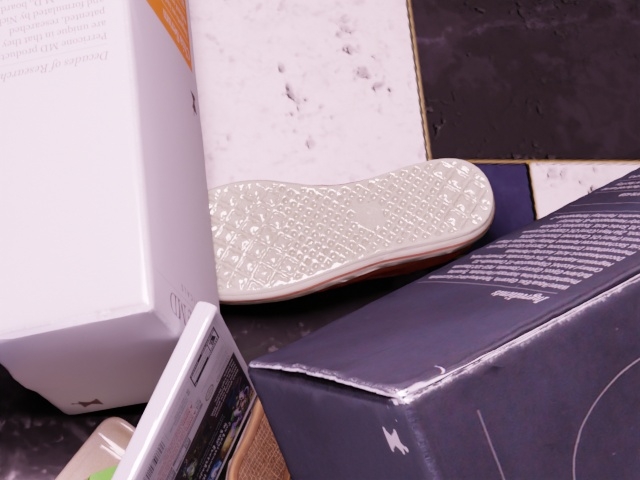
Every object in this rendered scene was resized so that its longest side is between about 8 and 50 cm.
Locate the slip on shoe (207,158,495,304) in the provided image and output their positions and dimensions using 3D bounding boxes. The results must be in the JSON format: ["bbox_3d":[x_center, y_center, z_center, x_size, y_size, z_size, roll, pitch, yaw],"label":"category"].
[{"bbox_3d":[0.000,0.000,1.786,0.331,0.101,0.123,-11,69,-3],"label":"slip on shoe"}]

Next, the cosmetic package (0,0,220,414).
[{"bbox_3d":[-0.206,-0.098,1.684,0.162,0.230,0.453,-11,68,10],"label":"cosmetic package"}]

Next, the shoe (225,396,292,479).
[{"bbox_3d":[-0.033,0.171,1.718,0.076,0.058,0.219,29,47,5],"label":"shoe"}]

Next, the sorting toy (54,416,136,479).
[{"bbox_3d":[-0.169,0.282,1.652,0.193,0.038,0.208,36,64,4],"label":"sorting toy"}]

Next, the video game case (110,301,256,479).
[{"bbox_3d":[-0.115,0.170,1.597,0.022,0.173,0.190,16,66,19],"label":"video game case"}]

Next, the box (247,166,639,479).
[{"bbox_3d":[0.272,0.224,1.545,0.472,0.297,0.480,-26,102,-23],"label":"box"}]
